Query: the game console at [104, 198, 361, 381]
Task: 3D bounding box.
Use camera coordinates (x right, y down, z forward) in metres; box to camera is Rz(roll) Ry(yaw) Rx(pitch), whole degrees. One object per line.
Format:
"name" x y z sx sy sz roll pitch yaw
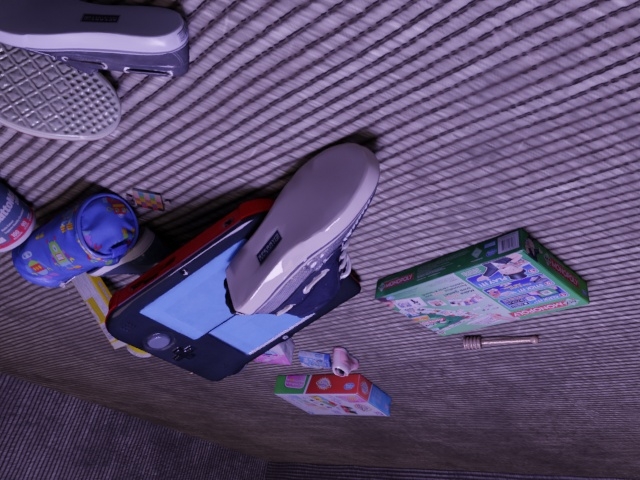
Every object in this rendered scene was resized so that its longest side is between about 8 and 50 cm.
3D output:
"game console" -0.151 0.115 0.924 0.387 0.060 0.342 -33 133 10

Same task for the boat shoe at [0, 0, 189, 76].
"boat shoe" -0.260 -0.225 0.567 0.229 0.080 0.076 2 146 0

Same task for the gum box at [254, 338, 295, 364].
"gum box" -0.142 0.265 1.315 0.107 0.062 0.188 3 147 12

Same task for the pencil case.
"pencil case" -0.472 0.011 0.950 0.306 0.119 0.133 -17 102 38

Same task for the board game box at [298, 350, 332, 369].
"board game box" -0.014 0.351 1.452 0.090 0.020 0.090 6 148 11

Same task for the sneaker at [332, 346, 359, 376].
"sneaker" 0.067 0.353 1.384 0.051 0.070 0.134 -7 145 23

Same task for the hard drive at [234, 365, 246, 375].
"hard drive" -0.292 0.340 1.488 0.172 0.054 0.254 18 148 -11

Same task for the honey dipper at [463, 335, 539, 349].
"honey dipper" 0.406 0.229 1.120 0.161 0.030 0.030 -8 144 25

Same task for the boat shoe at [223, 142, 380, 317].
"boat shoe" 0.000 0.000 0.770 0.158 0.127 0.340 15 132 -42

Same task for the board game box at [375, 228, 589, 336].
"board game box" 0.289 0.095 0.928 0.214 0.046 0.317 30 143 -30

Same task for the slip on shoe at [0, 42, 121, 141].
"slip on shoe" -0.420 -0.208 0.624 0.332 0.123 0.101 13 -179 -13

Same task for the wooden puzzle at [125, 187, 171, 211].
"wooden puzzle" -0.306 -0.072 0.882 0.083 0.006 0.049 11 148 -1

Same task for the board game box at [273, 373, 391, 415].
"board game box" 0.042 0.520 1.661 0.317 0.064 0.242 -10 143 30

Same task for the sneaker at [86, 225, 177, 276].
"sneaker" -0.372 0.062 1.040 0.226 0.086 0.163 -15 138 36

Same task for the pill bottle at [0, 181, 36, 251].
"pill bottle" -0.614 -0.068 0.886 0.108 0.107 0.180 1 147 16

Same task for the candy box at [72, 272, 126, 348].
"candy box" -0.523 0.164 1.199 0.105 0.027 0.205 -24 98 41

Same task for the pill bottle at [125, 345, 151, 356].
"pill bottle" -0.446 0.221 1.286 0.117 0.117 0.215 19 148 -13
